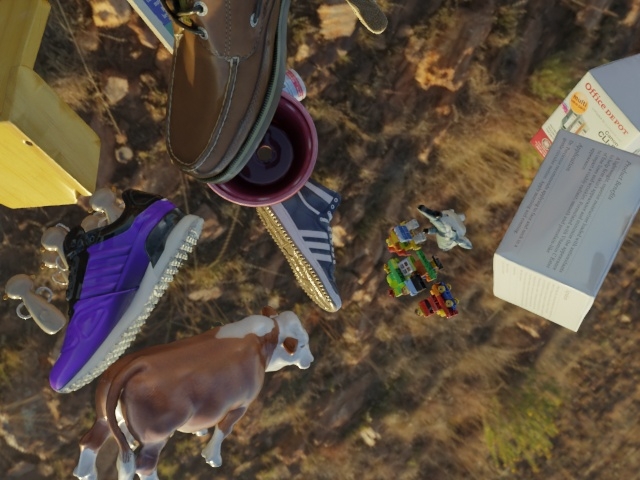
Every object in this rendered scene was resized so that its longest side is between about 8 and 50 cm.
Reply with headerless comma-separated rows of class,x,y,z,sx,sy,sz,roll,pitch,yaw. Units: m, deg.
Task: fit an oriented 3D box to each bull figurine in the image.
bull figurine,-0.132,0.172,0.741,0.310,0.101,0.188,0,114,-56

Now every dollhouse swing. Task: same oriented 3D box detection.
dollhouse swing,-0.622,-0.284,1.356,0.315,0.346,0.305,52,45,-46

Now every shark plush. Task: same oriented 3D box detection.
shark plush,0.216,-0.018,1.166,0.067,0.073,0.161,-21,160,26

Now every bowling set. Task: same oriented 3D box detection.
bowling set,-0.469,0.030,1.271,0.287,0.200,0.154,-41,105,-10

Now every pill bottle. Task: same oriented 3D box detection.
pill bottle,-0.123,-0.372,1.692,0.160,0.087,0.087,-33,143,-14

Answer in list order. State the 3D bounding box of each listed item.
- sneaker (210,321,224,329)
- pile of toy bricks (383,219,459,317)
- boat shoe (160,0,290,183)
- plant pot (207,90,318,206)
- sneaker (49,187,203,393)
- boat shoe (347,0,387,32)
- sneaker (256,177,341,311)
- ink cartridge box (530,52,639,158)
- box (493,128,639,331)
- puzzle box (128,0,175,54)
sneaker,-0.141,0.165,1.015,0.031,0.083,0.035,-26,164,8
pile of toy bricks,0.171,0.072,1.278,0.105,0.212,0.118,-38,161,36
boat shoe,-0.084,-0.195,0.529,0.104,0.110,0.307,-5,117,-56
plant pot,-0.106,-0.157,1.138,0.201,0.201,0.180,-44,-177,0
sneaker,-0.295,0.057,0.883,0.293,0.146,0.102,-56,-179,-7
boat shoe,0.091,-0.539,1.470,0.063,0.170,0.059,-29,-177,5
sneaker,0.000,0.000,1.367,0.153,0.282,0.099,-36,-171,-26
ink cartridge box,0.452,-0.180,1.028,0.127,0.128,0.176,-21,158,-25
box,0.306,-0.006,0.806,0.181,0.119,0.182,-59,157,-11
puzzle box,-0.127,-0.477,0.910,0.409,0.272,0.052,-40,-171,-6
